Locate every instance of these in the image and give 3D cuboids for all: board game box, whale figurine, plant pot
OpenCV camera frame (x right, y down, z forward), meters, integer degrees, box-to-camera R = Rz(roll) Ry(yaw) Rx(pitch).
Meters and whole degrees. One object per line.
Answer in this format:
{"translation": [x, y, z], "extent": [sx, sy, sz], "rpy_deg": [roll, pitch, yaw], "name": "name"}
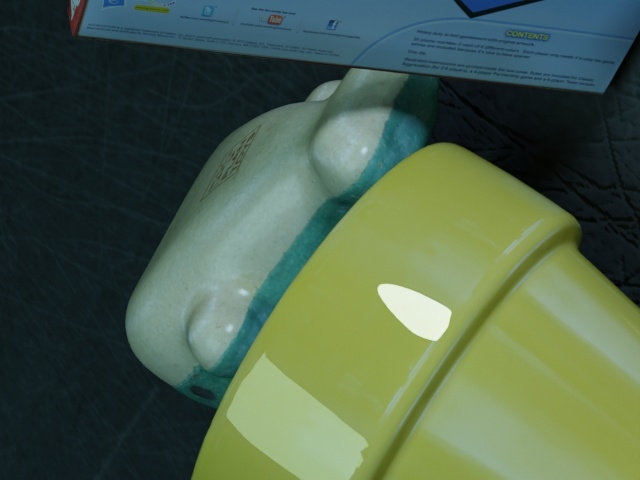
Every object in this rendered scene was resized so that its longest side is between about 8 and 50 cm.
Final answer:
{"translation": [0.036, -0.141, 0.832], "extent": [0.145, 0.281, 0.027], "rpy_deg": [116, 150, -42], "name": "board game box"}
{"translation": [0.000, 0.000, 1.012], "extent": [0.141, 0.216, 0.272], "rpy_deg": [34, 141, -11], "name": "whale figurine"}
{"translation": [0.098, 0.117, 0.906], "extent": [0.239, 0.254, 0.254], "rpy_deg": [33, 130, 17], "name": "plant pot"}
